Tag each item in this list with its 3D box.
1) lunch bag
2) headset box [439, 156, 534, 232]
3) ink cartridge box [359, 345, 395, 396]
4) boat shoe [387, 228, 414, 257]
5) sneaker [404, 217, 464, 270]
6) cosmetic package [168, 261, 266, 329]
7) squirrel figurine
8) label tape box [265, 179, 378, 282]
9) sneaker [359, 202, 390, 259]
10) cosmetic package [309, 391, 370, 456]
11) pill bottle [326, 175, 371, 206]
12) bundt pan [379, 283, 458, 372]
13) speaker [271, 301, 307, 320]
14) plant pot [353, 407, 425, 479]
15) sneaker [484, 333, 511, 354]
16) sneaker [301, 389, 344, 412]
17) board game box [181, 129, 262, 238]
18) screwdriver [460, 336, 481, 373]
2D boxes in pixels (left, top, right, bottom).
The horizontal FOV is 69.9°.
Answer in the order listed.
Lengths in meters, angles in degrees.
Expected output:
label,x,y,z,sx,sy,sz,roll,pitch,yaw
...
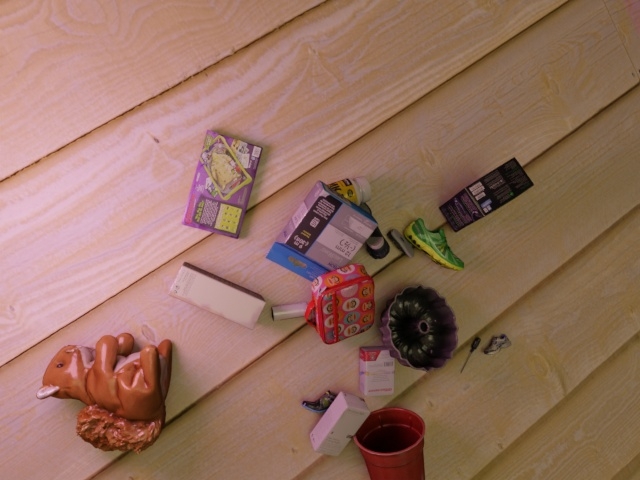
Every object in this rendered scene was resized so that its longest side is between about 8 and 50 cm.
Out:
label,x,y,z,sx,sy,sz,roll,pitch,yaw
lunch bag,0.066,0.238,1.670,0.257,0.120,0.293,-17,130,-14
headset box,0.632,-0.167,1.786,0.246,0.283,0.131,-30,83,-13
ink cartridge box,0.221,0.511,1.799,0.127,0.072,0.175,1,91,-16
boat shoe,0.321,0.014,1.827,0.142,0.040,0.049,51,42,-10
sneaker,0.475,0.020,1.831,0.295,0.109,0.124,37,87,-12
cosmetic package,-0.359,0.190,1.597,0.309,0.160,0.113,27,86,-13
squirrel figurine,-0.691,0.498,1.470,0.369,0.281,0.398,0,89,-8
label tape box,0.000,0.000,1.634,0.249,0.115,0.348,30,104,-23
sneaker,0.195,-0.030,1.775,0.086,0.163,0.226,-26,57,9
cosmetic package,0.071,0.690,1.717,0.117,0.085,0.231,24,107,-27
pill bottle,0.078,-0.164,1.718,0.208,0.119,0.119,-20,96,-13
bundt pan,0.368,0.343,1.774,0.330,0.124,0.331,8,70,-22
speaker,-0.116,0.265,1.714,0.136,0.055,0.055,-6,93,-15
plant pot,0.281,0.833,1.741,0.272,0.272,0.265,-15,103,-14
sneaker,0.745,0.442,1.951,0.135,0.052,0.058,-22,87,-20
sneaker,0.016,0.617,1.761,0.187,0.067,0.078,0,80,-17
board game box,-0.352,-0.198,1.645,0.208,0.056,0.347,16,88,-19
screwdriver,0.629,0.484,1.935,0.025,0.024,0.170,33,90,16
